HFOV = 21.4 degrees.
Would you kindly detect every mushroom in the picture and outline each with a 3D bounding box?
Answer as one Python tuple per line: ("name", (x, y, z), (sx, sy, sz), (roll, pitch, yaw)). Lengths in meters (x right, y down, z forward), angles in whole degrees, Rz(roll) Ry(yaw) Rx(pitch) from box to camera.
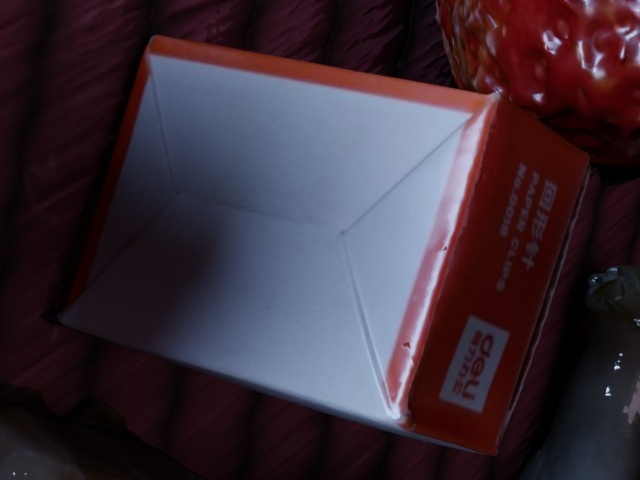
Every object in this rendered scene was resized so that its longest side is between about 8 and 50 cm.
("mushroom", (0.173, 0.122, 1.054), (0.223, 0.081, 0.092), (-66, 154, -13))

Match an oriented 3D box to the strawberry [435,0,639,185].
("strawberry", (0.159, -0.169, 0.797), (0.257, 0.257, 0.277), (-36, 105, -41))

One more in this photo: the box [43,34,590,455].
("box", (0.000, 0.000, 0.687), (0.099, 0.182, 0.133), (26, 78, -54))

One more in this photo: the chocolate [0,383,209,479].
("chocolate", (-0.111, 0.172, 0.676), (0.148, 0.093, 0.214), (29, 80, -56))
